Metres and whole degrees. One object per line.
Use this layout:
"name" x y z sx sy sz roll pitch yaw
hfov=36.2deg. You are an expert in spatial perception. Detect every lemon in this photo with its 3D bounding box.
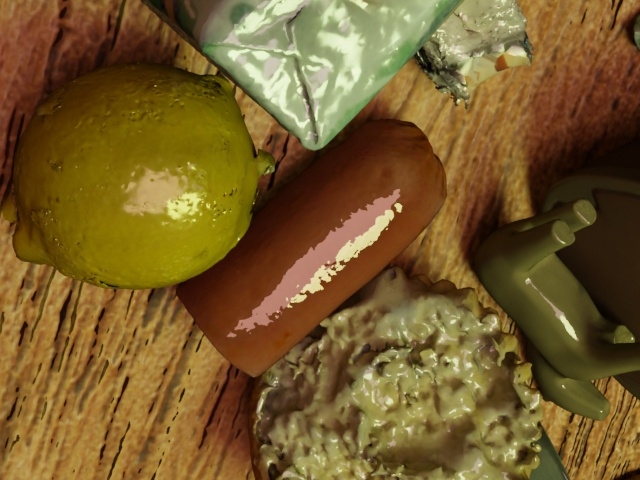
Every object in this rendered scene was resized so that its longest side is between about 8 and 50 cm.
"lemon" -0.142 -0.045 0.745 0.206 0.173 0.174 -26 116 -10

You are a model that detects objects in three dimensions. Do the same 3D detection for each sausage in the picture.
"sausage" 0.000 0.000 0.851 0.259 0.113 0.113 -42 118 0

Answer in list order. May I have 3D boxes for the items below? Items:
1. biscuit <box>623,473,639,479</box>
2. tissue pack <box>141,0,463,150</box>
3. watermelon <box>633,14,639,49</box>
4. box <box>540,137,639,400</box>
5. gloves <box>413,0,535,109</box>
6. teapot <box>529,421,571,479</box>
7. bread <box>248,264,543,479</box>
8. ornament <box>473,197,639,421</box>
"biscuit" 0.383 0.358 1.175 0.187 0.027 0.188 -8 112 -19
"tissue pack" -0.014 -0.216 0.648 0.228 0.311 0.128 -48 122 3
"watermelon" 0.396 -0.212 0.912 0.098 0.158 0.121 49 61 -25
"box" 0.381 0.014 0.906 0.216 0.301 0.301 -31 118 -19
"gloves" 0.112 -0.198 0.839 0.114 0.070 0.153 -32 117 0
"teapot" 0.175 0.263 0.992 0.149 0.162 0.239 -25 87 0
"bread" 0.070 0.169 0.891 0.274 0.274 0.149 -45 157 0
"ornament" 0.236 0.082 0.944 0.061 0.245 0.230 -41 94 -22
